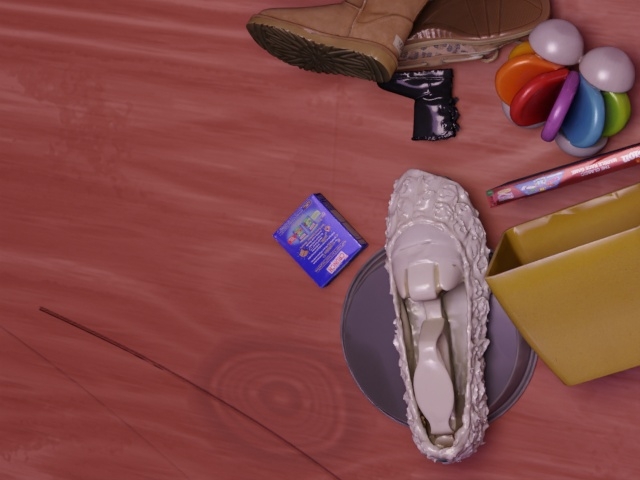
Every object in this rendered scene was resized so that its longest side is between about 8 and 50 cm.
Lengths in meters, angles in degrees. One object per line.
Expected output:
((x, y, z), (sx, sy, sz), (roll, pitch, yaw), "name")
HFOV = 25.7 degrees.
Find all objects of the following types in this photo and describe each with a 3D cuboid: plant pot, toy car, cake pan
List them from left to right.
((0.160, 0.135, 1.982), (0.293, 0.054, 0.293), (2, 96, 19), "cake pan")
((0.312, -0.186, 1.833), (0.182, 0.136, 0.159), (31, 133, 13), "toy car")
((0.359, 0.066, 1.837), (0.212, 0.212, 0.187), (-20, 102, 20), "plant pot")

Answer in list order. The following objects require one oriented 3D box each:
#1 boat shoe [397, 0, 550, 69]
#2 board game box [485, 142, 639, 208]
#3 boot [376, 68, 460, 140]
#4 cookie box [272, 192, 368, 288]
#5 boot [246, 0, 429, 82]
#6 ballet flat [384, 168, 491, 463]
((0.177, -0.293, 1.925), (0.285, 0.089, 0.104), (-5, 67, 17), "boat shoe")
((0.366, -0.099, 1.838), (0.281, 0.145, 0.027), (-17, 92, 20), "board game box")
((0.137, -0.188, 1.964), (0.121, 0.045, 0.099), (-1, 98, 19), "boot")
((0.000, 0.000, 2.030), (0.092, 0.040, 0.107), (-45, 80, 17), "cookie box")
((0.059, -0.349, 1.897), (0.236, 0.089, 0.269), (19, 67, 22), "boot")
((0.160, 0.105, 1.880), (0.147, 0.147, 0.408), (-7, 93, 20), "ballet flat")
